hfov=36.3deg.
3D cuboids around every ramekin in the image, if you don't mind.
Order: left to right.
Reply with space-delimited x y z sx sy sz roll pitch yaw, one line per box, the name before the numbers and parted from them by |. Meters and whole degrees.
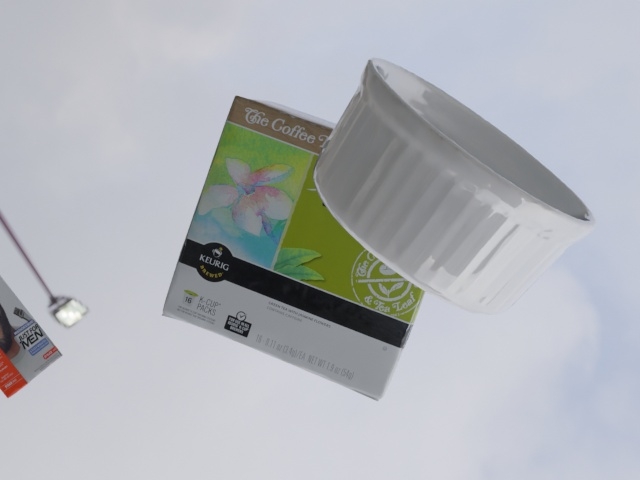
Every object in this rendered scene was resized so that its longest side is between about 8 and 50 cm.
ramekin | 0.125 -0.050 0.984 0.135 0.277 0.277 -55 -153 18

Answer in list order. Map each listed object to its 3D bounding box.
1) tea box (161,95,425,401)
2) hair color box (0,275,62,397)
tea box | 0.000 0.000 1.380 0.329 0.323 0.220 20 -172 6
hair color box | -0.453 0.127 1.382 0.053 0.167 0.093 -35 -174 27
